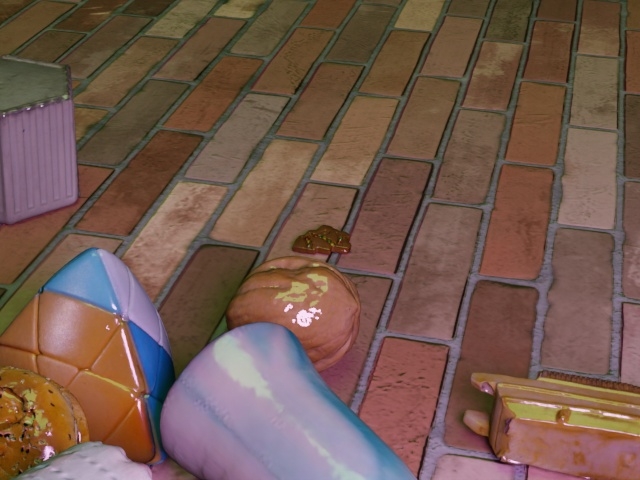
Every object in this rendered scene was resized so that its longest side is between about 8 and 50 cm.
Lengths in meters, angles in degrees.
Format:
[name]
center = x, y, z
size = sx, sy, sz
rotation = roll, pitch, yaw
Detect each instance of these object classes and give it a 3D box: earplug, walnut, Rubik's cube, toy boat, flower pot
[earplug]
center = 0.007, 0.238, 1.194
size = 0.185, 0.185, 0.324
rotation = -20, 41, -35
[walnut]
center = -0.032, 0.093, 1.483
size = 0.167, 0.149, 0.166
rotation = -7, -5, -1
[Rubik's cube]
center = -0.271, 0.145, 1.394
size = 0.255, 0.254, 0.254
rotation = 1, 28, -1
[toy boat]
center = 0.313, 0.202, 1.347
size = 0.310, 0.089, 0.115
rotation = 6, 26, 9
[flower pot]
center = -0.478, -0.158, 1.863
size = 0.209, 0.189, 0.239
rotation = -3, 29, -10

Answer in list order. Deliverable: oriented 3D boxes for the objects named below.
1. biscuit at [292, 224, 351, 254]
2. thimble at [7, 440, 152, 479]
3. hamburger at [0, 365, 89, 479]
[biscuit]
center = 0.000, 0.000, 1.780
size = 0.092, 0.016, 0.082
rotation = -9, 31, -22
[thimble]
center = -0.225, 0.286, 1.078
size = 0.149, 0.185, 0.211
rotation = -25, 5, -42
[hamburger]
center = -0.329, 0.203, 1.226
size = 0.177, 0.113, 0.185
rotation = -33, 74, 7
